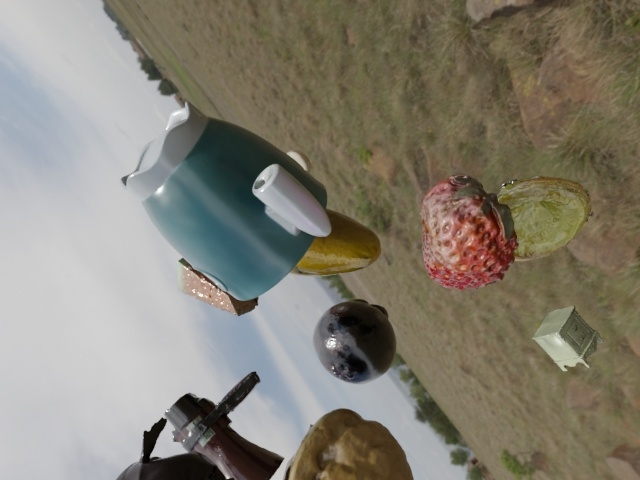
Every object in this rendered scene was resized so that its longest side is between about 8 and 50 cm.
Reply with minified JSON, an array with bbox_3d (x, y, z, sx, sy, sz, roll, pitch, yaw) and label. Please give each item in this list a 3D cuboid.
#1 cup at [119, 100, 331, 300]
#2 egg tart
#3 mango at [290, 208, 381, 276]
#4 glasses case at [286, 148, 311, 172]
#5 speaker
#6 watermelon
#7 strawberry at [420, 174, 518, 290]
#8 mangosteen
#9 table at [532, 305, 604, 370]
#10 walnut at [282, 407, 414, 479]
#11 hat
[{"bbox_3d":[-0.108,-0.048,0.470,0.173,0.167,0.299,39,162,-29],"label":"cup"},{"bbox_3d":[0.579,-0.072,1.224,0.315,0.315,0.120,55,-155,-38],"label":"egg tart"},{"bbox_3d":[0.000,0.000,1.305,0.253,0.364,0.182,-71,-16,-57],"label":"mango"},{"bbox_3d":[-0.113,-0.173,1.218,0.083,0.196,0.050,52,-154,-9],"label":"glasses case"},{"bbox_3d":[-0.241,0.521,1.171,0.329,0.259,0.198,47,-167,9],"label":"speaker"},{"bbox_3d":[-0.291,0.137,1.331,0.256,0.193,0.140,29,122,38],"label":"watermelon"},{"bbox_3d":[0.311,0.009,1.038,0.336,0.149,0.265,90,156,-52],"label":"strawberry"},{"bbox_3d":[0.134,0.342,1.515,0.297,0.313,0.297,26,126,41],"label":"mangosteen"},{"bbox_3d":[0.450,0.178,0.791,0.083,0.079,0.062,49,151,3],"label":"table"},{"bbox_3d":[0.068,0.665,1.191,0.384,0.383,0.383,52,177,4],"label":"walnut"},{"bbox_3d":[-0.351,0.513,0.843,0.209,0.336,0.238,36,149,39],"label":"hat"}]
